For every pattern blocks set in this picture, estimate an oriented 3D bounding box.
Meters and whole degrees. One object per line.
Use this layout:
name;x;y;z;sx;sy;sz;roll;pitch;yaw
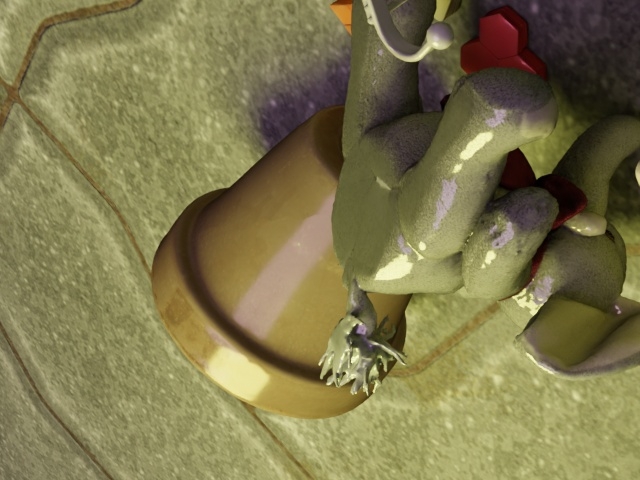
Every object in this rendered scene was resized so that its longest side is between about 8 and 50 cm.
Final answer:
pattern blocks set;0.058;-0.275;1.189;0.325;0.026;0.285;28;139;28

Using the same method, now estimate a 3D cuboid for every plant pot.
plant pot;0.000;0.000;1.342;0.263;0.263;0.229;43;127;11

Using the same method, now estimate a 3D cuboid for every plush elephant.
plush elephant;0.156;-0.019;1.137;0.272;0.255;0.330;-135;54;-59

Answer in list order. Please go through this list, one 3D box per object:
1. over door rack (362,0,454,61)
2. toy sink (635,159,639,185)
over door rack;0.079;-0.316;0.942;0.108;0.239;0.324;-3;120;51
toy sink;0.362;-0.010;0.991;0.234;0.153;0.131;55;145;-6
